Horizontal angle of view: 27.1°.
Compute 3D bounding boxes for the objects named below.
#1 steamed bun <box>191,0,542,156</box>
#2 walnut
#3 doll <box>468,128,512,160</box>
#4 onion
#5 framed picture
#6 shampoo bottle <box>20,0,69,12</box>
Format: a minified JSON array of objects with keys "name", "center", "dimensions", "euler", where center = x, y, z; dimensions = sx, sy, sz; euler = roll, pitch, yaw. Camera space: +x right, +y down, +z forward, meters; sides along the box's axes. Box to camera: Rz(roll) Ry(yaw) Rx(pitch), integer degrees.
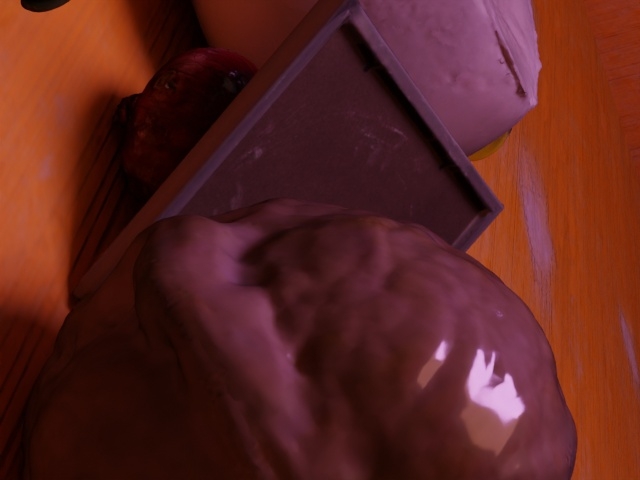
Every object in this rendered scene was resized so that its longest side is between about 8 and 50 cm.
[{"name":"steamed bun","center":[0.021,-0.194,0.920],"dimensions":[0.324,0.206,0.324],"euler":[-15,90,-74]},{"name":"walnut","center":[-0.011,0.098,0.592],"dimensions":[0.248,0.248,0.248],"euler":[-13,90,-70]},{"name":"doll","center":[0.140,-0.134,1.372],"dimensions":[0.241,0.099,0.135],"euler":[3,70,-68]},{"name":"onion","center":[-0.073,-0.060,0.762],"dimensions":[0.107,0.097,0.107],"euler":[-63,173,-13]},{"name":"framed picture","center":[0.000,0.000,0.801],"dimensions":[0.016,0.213,0.289],"euler":[40,-1,32]},{"name":"shampoo bottle","center":[-0.167,-0.188,0.546],"dimensions":[0.087,0.118,0.234],"euler":[54,-4,48]}]
